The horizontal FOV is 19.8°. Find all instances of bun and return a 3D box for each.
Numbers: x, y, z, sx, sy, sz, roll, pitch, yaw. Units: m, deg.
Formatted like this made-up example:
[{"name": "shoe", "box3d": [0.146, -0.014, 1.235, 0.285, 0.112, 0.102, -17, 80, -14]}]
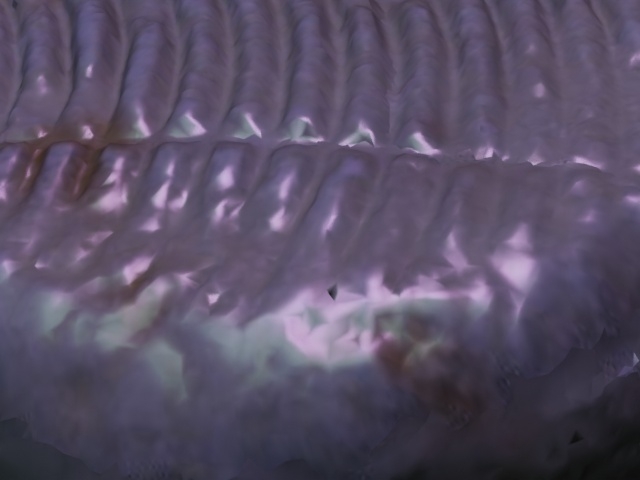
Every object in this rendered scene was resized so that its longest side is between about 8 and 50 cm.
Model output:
[{"name": "bun", "box3d": [-0.006, 0.001, 0.617, 0.354, 0.194, 0.354, -4, 35, 3]}]
